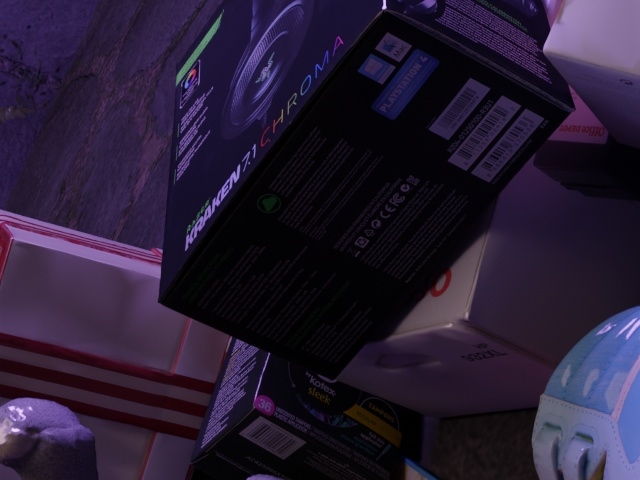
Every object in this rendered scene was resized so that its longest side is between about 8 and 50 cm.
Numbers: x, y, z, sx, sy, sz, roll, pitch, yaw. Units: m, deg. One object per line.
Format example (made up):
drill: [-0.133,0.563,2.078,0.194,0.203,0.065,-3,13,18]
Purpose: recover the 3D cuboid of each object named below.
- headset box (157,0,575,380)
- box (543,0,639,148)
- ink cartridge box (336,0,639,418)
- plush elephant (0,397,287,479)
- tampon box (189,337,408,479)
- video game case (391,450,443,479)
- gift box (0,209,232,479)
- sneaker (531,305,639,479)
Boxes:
headset box: [0.017,-0.104,0.953,0.246,0.131,0.283,-50,25,32]
box: [0.206,-0.122,0.818,0.091,0.170,0.130,19,85,27]
ink cartridge box: [0.122,-0.047,1.007,0.223,0.129,0.307,-20,48,61]
plush elephant: [-0.184,0.306,1.021,0.255,0.272,0.330,-33,-41,-58]
tampon box: [-0.005,0.110,1.114,0.101,0.120,0.161,-43,22,45]
video game case: [0.039,0.236,1.044,0.166,0.015,0.119,-65,22,-1]
gift box: [-0.207,0.099,1.426,0.276,0.258,0.255,-70,20,7]
sneaker: [0.167,0.156,0.696,0.208,0.127,0.319,-20,39,58]
